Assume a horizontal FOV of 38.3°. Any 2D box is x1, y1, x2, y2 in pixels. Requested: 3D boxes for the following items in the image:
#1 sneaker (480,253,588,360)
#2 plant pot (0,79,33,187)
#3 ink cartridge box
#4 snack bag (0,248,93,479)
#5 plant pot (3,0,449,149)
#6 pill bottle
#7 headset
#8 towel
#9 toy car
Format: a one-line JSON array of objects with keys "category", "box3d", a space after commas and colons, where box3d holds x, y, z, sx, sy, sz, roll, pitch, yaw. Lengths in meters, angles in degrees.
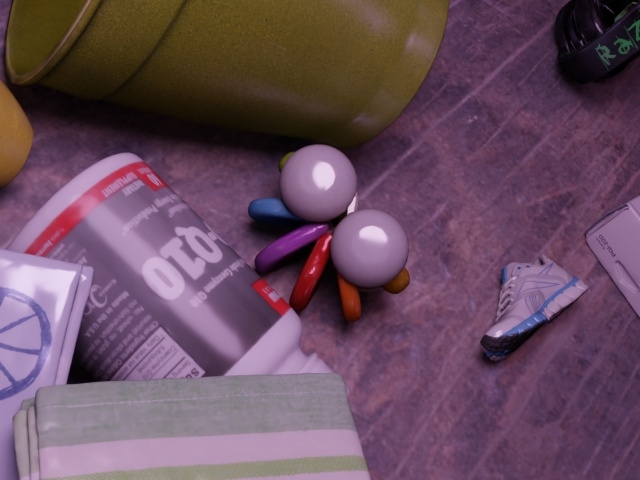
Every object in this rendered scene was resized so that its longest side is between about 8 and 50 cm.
[{"category": "sneaker", "box3d": [0.225, 0.070, 1.053, 0.083, 0.071, 0.191, 49, 42, 13]}, {"category": "plant pot", "box3d": [-0.315, -0.096, 0.818, 0.095, 0.134, 0.134, 30, 47, -42]}, {"category": "ink cartridge box", "box3d": [0.473, 0.001, 1.209, 0.218, 0.092, 0.158, -25, 76, -35]}, {"category": "snack bag", "box3d": [-0.344, 0.150, 0.625, 0.323, 0.037, 0.342, 10, 74, -13]}, {"category": "plant pot", "box3d": [-0.074, -0.260, 0.928, 0.353, 0.366, 0.366, 21, 53, -32]}, {"category": "pill bottle", "box3d": [-0.119, 0.076, 0.789, 0.283, 0.161, 0.161, 44, 51, 1]}, {"category": "headset", "box3d": [0.436, -0.365, 1.325, 0.185, 0.243, 0.394, 46, 29, -5]}, {"category": "towel", "box3d": [-0.063, 0.235, 0.590, 0.248, 0.038, 0.324, 1, 51, -22]}, {"category": "toy car", "box3d": [0.000, 0.000, 0.931, 0.136, 0.159, 0.182, -38, 83, -2]}]
